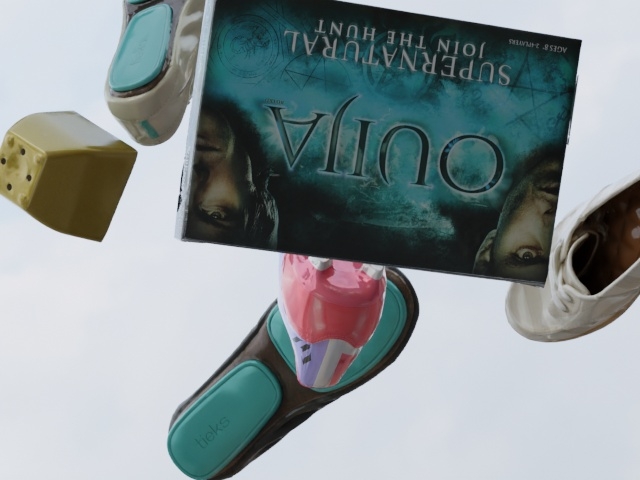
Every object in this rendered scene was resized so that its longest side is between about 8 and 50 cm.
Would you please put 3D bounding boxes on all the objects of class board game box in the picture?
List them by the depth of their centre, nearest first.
[{"bbox_3d":[0.029,-0.050,0.966,0.186,0.126,0.026,7,3,-14],"label":"board game box"}]

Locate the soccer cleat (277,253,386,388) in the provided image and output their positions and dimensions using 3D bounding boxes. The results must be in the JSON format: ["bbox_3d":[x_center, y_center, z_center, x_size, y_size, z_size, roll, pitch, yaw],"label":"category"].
[{"bbox_3d":[0.000,0.000,1.344,0.083,0.248,0.095,12,-62,-11],"label":"soccer cleat"}]

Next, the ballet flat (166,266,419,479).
[{"bbox_3d":[-0.015,0.091,1.568,0.280,0.095,0.096,-37,-6,32],"label":"ballet flat"}]

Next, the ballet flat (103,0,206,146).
[{"bbox_3d":[-0.121,-0.176,1.624,0.086,0.248,0.086,8,-39,7],"label":"ballet flat"}]

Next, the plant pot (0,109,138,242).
[{"bbox_3d":[-0.208,-0.053,1.540,0.083,0.081,0.081,5,-67,-56],"label":"plant pot"}]

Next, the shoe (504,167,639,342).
[{"bbox_3d":[0.182,-0.003,1.226,0.058,0.076,0.219,3,-32,-42],"label":"shoe"}]
